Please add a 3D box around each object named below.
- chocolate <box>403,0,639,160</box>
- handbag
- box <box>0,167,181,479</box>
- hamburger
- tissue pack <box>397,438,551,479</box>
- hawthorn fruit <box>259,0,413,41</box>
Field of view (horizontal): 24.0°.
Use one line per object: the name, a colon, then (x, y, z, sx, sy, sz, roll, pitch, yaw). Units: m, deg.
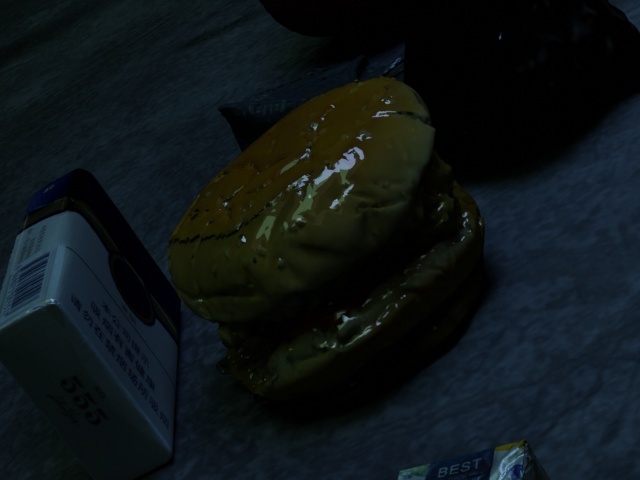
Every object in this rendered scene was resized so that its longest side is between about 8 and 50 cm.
chocolate: (0.191, -0.160, 1.308, 0.177, 0.206, 0.224, 10, 29, -17)
handbag: (0.021, -0.136, 1.499, 0.175, 0.089, 0.270, -37, 23, -32)
box: (-0.183, 0.064, 1.224, 0.071, 0.168, 0.259, -28, 25, 11)
hamburger: (0.000, 0.000, 1.135, 0.244, 0.163, 0.244, -25, 26, 13)
tissue pack: (0.091, 0.151, 0.850, 0.083, 0.062, 0.042, -20, 31, 26)
hawthorn fruit: (0.026, -0.379, 1.687, 0.265, 0.307, 0.265, -19, 25, 9)
